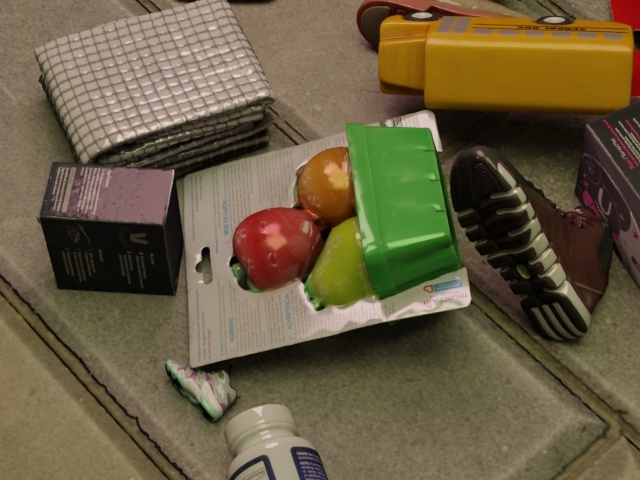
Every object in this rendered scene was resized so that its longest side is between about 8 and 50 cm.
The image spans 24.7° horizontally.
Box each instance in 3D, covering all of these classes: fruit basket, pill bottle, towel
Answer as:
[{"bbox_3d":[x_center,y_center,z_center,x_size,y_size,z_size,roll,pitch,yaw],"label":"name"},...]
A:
[{"bbox_3d":[0.000,0.000,1.854,0.353,0.165,0.327,-18,48,12],"label":"fruit basket"},{"bbox_3d":[-0.045,0.286,1.659,0.112,0.112,0.186,-14,57,-9],"label":"pill bottle"},{"bbox_3d":[-0.221,-0.199,1.991,0.284,0.121,0.235,-19,54,-13],"label":"towel"}]

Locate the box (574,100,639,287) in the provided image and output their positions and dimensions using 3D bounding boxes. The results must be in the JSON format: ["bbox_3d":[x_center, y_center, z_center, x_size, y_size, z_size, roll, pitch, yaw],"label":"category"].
[{"bbox_3d":[0.445,-0.039,1.850,0.142,0.163,0.247,-21,59,-11],"label":"box"}]

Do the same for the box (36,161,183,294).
[{"bbox_3d":[-0.260,-0.014,1.839,0.158,0.156,0.093,4,55,3],"label":"box"}]

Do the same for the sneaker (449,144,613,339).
[{"bbox_3d":[0.275,-0.026,1.828,0.106,0.281,0.162,-11,26,47],"label":"sneaker"}]

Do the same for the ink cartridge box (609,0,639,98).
[{"bbox_3d":[0.540,-0.339,2.003,0.272,0.130,0.309,-7,36,9],"label":"ink cartridge box"}]

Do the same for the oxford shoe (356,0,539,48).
[{"bbox_3d":[0.234,-0.311,2.066,0.348,0.123,0.130,19,50,10],"label":"oxford shoe"}]

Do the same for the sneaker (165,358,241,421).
[{"bbox_3d":[-0.138,0.169,1.788,0.069,0.038,0.098,-38,73,-25],"label":"sneaker"}]

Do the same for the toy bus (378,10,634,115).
[{"bbox_3d":[0.241,-0.233,1.930,0.333,0.108,0.130,3,23,9],"label":"toy bus"}]
